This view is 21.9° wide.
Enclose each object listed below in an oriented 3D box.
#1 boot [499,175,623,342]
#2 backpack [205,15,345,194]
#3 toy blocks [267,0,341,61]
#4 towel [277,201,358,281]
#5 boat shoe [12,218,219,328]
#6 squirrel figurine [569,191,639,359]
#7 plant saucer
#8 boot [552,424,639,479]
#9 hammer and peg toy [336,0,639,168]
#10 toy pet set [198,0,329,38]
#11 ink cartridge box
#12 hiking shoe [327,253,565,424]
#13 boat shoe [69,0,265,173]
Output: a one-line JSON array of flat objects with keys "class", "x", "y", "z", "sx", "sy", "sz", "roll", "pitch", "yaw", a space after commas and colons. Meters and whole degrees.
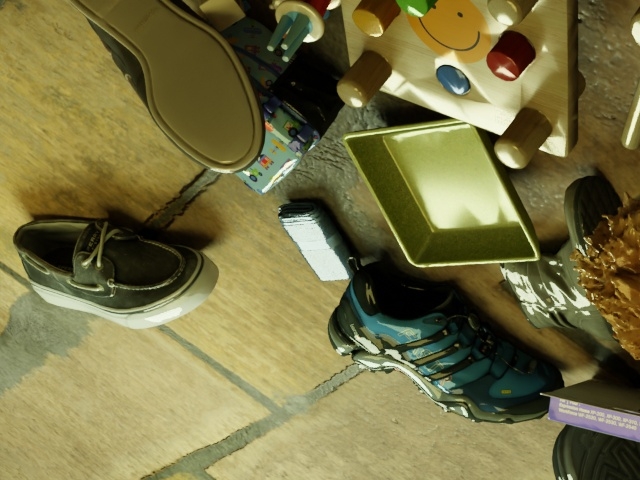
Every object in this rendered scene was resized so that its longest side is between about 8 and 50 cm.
[{"class": "boot", "x": 0.264, "y": 0.026, "z": 1.834, "sx": 0.161, "sy": 0.083, "sz": 0.246, "roll": 9, "pitch": 140, "yaw": 36}, {"class": "backpack", "x": -0.082, "y": -0.157, "z": 1.810, "sx": 0.173, "sy": 0.117, "sz": 0.158, "roll": 41, "pitch": 143, "yaw": -12}, {"class": "toy blocks", "x": -0.035, "y": -0.257, "z": 1.618, "sx": 0.123, "sy": 0.148, "sz": 0.054, "roll": 41, "pitch": 144, "yaw": -17}, {"class": "towel", "x": 0.000, "y": 0.000, "z": 2.027, "sx": 0.067, "sy": 0.029, "sz": 0.119, "roll": -2, "pitch": 134, "yaw": 38}, {"class": "boat shoe", "x": -0.288, "y": 0.035, "z": 2.192, "sx": 0.335, "sy": 0.121, "sz": 0.119, "roll": 1, "pitch": 141, "yaw": 37}, {"class": "squirrel figurine", "x": 0.437, "y": 0.069, "z": 1.502, "sx": 0.397, "sy": 0.370, "sz": 0.281, "roll": 6, "pitch": 140, "yaw": 30}, {"class": "plant saucer", "x": 0.140, "y": -0.061, "z": 1.810, "sx": 0.188, "sy": 0.045, "sz": 0.188, "roll": -5, "pitch": 124, "yaw": 44}, {"class": "boot", "x": 0.311, "y": 0.398, "z": 2.235, "sx": 0.367, "sy": 0.146, "sz": 0.445, "roll": 44, "pitch": 147, "yaw": -18}, {"class": "hammer and peg toy", "x": 0.171, "y": -0.184, "z": 1.537, "sx": 0.361, "sy": 0.127, "sz": 0.266, "roll": 24, "pitch": 147, "yaw": 25}, {"class": "toy pet set", "x": -0.071, "y": -0.266, "z": 1.732, "sx": 0.114, "sy": 0.065, "sz": 0.122, "roll": -30, "pitch": 125, "yaw": 12}, {"class": "ink cartridge box", "x": 0.374, "y": 0.206, "z": 1.903, "sx": 0.206, "sy": 0.045, "sz": 0.208, "roll": 11, "pitch": -176, "yaw": 25}, {"class": "hiking shoe", "x": 0.159, "y": 0.126, "z": 2.005, "sx": 0.304, "sy": 0.113, "sz": 0.132, "roll": 19, "pitch": 134, "yaw": 2}, {"class": "boat shoe", "x": -0.155, "y": -0.191, "z": 1.743, "sx": 0.335, "sy": 0.112, "sz": 0.095, "roll": 50, "pitch": -177, "yaw": 23}]
